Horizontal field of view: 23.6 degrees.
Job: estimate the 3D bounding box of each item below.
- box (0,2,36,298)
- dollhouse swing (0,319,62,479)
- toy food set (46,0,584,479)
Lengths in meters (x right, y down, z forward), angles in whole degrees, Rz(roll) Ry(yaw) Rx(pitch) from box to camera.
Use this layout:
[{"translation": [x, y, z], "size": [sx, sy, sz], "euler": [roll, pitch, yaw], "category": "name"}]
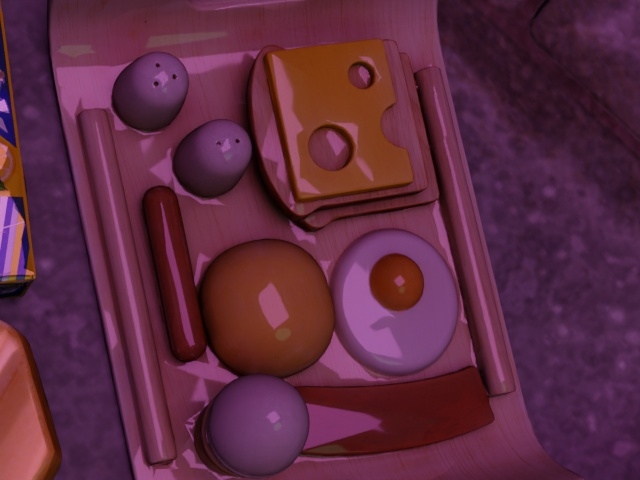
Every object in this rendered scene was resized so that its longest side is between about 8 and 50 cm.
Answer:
[{"translation": [-0.179, -0.056, 0.743], "size": [0.059, 0.054, 0.169], "euler": [-6, 81, -19], "category": "box"}, {"translation": [-0.300, 0.121, 0.508], "size": [0.347, 0.315, 0.305], "euler": [28, 93, 6], "category": "dollhouse swing"}, {"translation": [0.000, 0.000, 0.771], "size": [0.220, 0.092, 0.306], "euler": [-9, 82, -20], "category": "toy food set"}]
